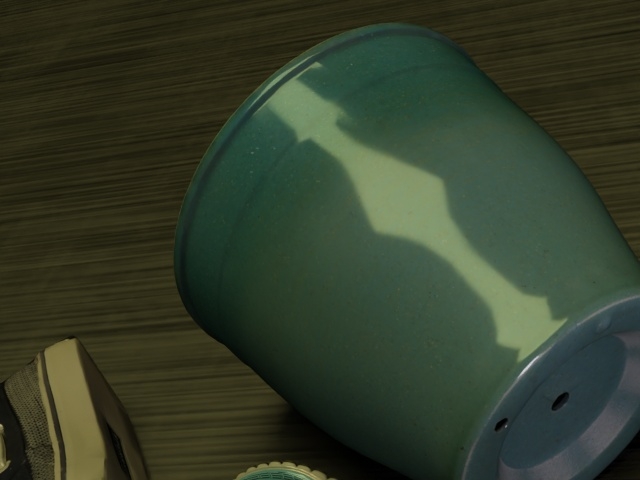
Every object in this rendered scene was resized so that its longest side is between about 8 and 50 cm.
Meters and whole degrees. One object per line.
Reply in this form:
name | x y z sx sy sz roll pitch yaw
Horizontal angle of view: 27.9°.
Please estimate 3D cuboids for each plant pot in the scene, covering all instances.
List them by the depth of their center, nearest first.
plant pot | 0.084 0.035 0.843 0.271 0.272 0.255 -32 50 -18

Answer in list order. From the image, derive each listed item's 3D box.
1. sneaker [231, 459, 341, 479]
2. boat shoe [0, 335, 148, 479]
sneaker | -0.003 0.191 0.830 0.162 0.063 0.073 3 44 31
boat shoe | -0.196 0.204 0.876 0.158 0.127 0.340 -30 27 -3
